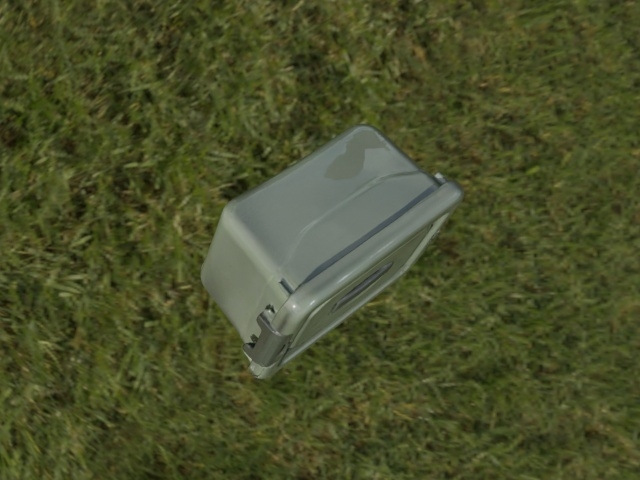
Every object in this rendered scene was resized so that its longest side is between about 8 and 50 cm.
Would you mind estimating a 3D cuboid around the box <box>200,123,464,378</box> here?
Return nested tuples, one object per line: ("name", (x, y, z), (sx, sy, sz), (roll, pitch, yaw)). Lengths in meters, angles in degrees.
("box", (0.000, 0.000, 0.695), (0.172, 0.124, 0.093), (-34, 75, -32))
